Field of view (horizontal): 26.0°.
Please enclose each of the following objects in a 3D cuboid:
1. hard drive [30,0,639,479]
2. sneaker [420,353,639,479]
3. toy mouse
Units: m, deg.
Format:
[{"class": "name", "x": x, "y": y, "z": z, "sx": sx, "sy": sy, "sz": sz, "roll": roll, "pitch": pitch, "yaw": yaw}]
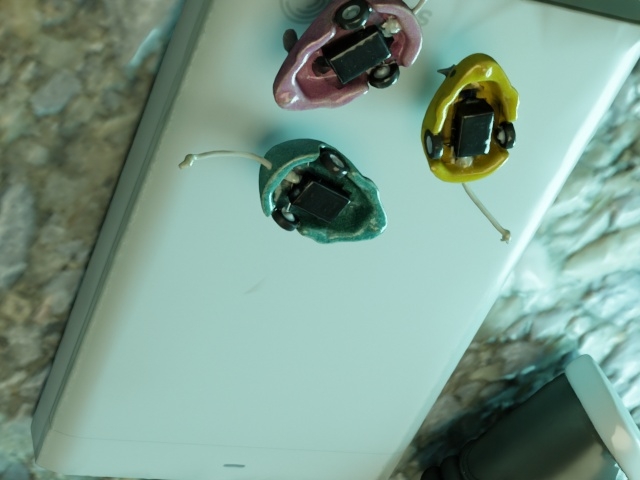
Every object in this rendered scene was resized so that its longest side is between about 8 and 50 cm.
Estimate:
[{"class": "hard drive", "x": 0.000, "y": 0.000, "z": 0.660, "sx": 0.203, "sy": 0.040, "sz": 0.308, "roll": 7, "pitch": 128, "yaw": -26}, {"class": "sneaker", "x": 0.158, "y": 0.199, "z": 0.860, "sx": 0.146, "sy": 0.105, "sz": 0.296, "roll": -29, "pitch": 128, "yaw": 8}, {"class": "toy mouse", "x": 0.010, "y": -0.051, "z": 0.565, "sx": 0.143, "sy": 0.031, "sz": 0.161, "roll": -13, "pitch": 133, "yaw": -10}]
